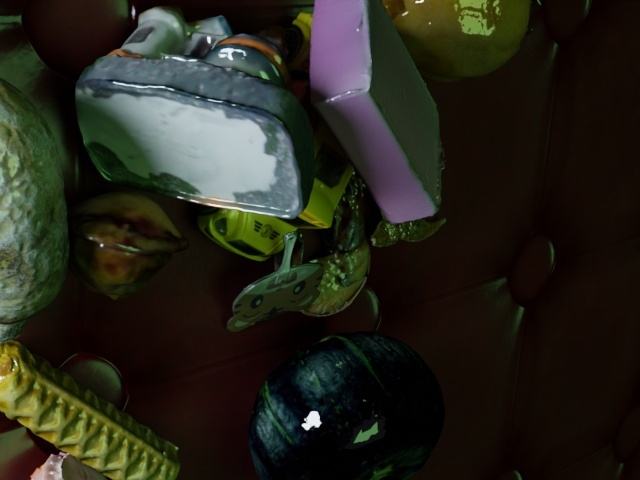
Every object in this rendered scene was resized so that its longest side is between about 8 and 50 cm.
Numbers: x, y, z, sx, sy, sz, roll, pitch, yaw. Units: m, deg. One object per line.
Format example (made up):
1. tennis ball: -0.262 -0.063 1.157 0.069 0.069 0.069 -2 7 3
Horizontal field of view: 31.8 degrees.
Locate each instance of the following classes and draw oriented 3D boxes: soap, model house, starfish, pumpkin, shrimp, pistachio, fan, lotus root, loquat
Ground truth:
1. soap: 0.071 -0.163 1.359 0.259 0.081 0.181 51 33 -50
2. model house: -0.109 -0.197 1.335 0.190 0.271 0.301 84 22 -45
3. starfish: 0.134 -0.062 1.766 0.247 0.050 0.138 -13 114 -60
4. pumpkin: 0.032 0.261 1.655 0.315 0.238 0.315 -29 145 -22
5. shrimp: -0.006 -0.003 1.641 0.178 0.075 0.289 -35 141 -29
6. pistachio: -0.238 0.005 1.315 0.210 0.165 0.131 98 -7 -87
7. fan: -0.053 0.053 1.547 0.152 0.008 0.227 -18 151 -22
8. lotus root: -0.348 -0.034 1.189 0.175 0.175 0.349 -35 138 -32
9. loquat: 0.194 -0.342 1.621 0.238 0.193 0.238 0 91 -28

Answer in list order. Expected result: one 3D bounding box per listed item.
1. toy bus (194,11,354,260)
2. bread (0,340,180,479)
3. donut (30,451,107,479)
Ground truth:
1. toy bus: -0.027 -0.126 1.500 0.144 0.152 0.330 32 81 -49
2. bread: -0.297 0.231 1.410 0.367 0.077 0.084 48 60 -46
3. donut: -0.316 0.322 1.413 0.065 0.117 0.166 -31 148 7
